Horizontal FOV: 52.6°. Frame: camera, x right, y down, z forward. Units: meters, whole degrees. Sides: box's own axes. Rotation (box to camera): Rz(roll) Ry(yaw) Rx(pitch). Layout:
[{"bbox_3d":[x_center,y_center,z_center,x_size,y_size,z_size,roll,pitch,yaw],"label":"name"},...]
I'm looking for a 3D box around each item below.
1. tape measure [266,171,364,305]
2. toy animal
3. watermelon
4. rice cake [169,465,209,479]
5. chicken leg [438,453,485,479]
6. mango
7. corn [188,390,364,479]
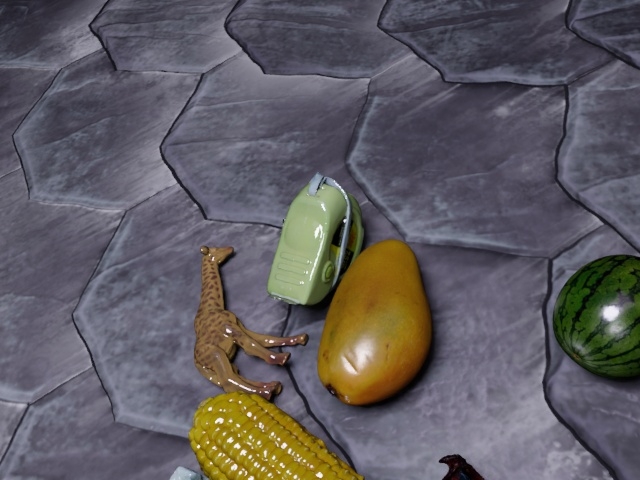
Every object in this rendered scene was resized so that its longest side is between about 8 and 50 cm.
[{"bbox_3d":[0.000,0.000,0.907,0.087,0.154,0.178,17,91,28],"label":"tape measure"},{"bbox_3d":[-0.129,0.115,0.921,0.149,0.054,0.275,-35,54,-15],"label":"toy animal"},{"bbox_3d":[0.364,0.076,0.772,0.187,0.141,0.140,-43,56,-17],"label":"watermelon"},{"bbox_3d":[-0.145,0.418,0.698,0.062,0.066,0.337,-9,53,8],"label":"rice cake"},{"bbox_3d":[0.178,0.340,0.657,0.051,0.106,0.253,-35,55,22],"label":"chicken leg"},{"bbox_3d":[0.080,0.100,0.844,0.138,0.113,0.253,4,49,21],"label":"mango"},{"bbox_3d":[-0.010,0.289,0.728,0.363,0.120,0.120,30,66,26],"label":"corn"}]
